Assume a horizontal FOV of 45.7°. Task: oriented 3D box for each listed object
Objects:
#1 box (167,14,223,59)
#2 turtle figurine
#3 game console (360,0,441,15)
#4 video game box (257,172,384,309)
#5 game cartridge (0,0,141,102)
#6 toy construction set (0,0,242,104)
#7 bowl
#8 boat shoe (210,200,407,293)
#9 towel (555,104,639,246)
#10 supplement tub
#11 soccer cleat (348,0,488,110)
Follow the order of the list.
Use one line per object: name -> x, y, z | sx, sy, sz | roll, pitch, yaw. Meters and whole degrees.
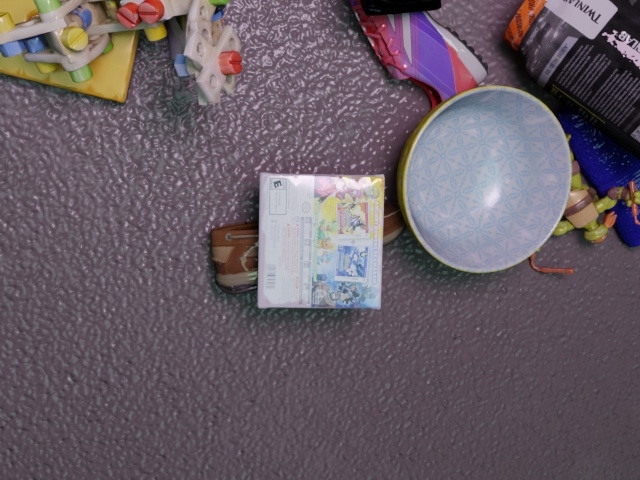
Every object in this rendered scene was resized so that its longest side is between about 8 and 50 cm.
box -> -0.188, -0.421, 1.089 | 0.067, 0.063, 0.323 | -15, 113, -37
turtle figurine -> 0.449, -0.077, 1.314 | 0.270, 0.087, 0.217 | -30, 104, 29
game console -> 0.188, -0.451, 1.124 | 0.362, 0.044, 0.213 | -17, 105, -36
video game box -> 0.000, 0.000, 1.146 | 0.187, 0.048, 0.205 | 2, 95, -2
game cartridge -> -0.389, -0.388, 1.089 | 0.286, 0.053, 0.323 | 13, 97, -15
toy construction set -> -0.239, -0.285, 0.989 | 0.328, 0.215, 0.151 | 14, 132, 16
bowl -> 0.240, -0.104, 1.230 | 0.290, 0.156, 0.289 | -3, 102, -15
boat shoe -> -0.022, -0.015, 1.217 | 0.324, 0.122, 0.119 | -18, 103, -9
towel -> 0.574, -0.162, 1.337 | 0.228, 0.076, 0.308 | -38, 107, -3
supplement tub -> 0.467, -0.277, 1.172 | 0.338, 0.207, 0.207 | 39, 92, 9
soccer cleat -> 0.121, -0.323, 1.187 | 0.318, 0.108, 0.116 | 37, 96, -20
